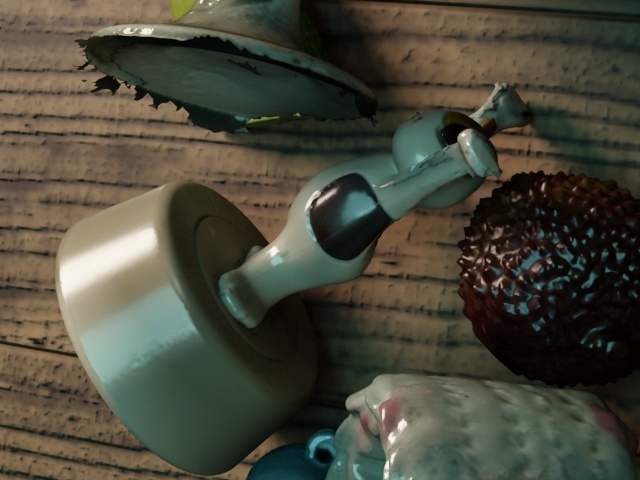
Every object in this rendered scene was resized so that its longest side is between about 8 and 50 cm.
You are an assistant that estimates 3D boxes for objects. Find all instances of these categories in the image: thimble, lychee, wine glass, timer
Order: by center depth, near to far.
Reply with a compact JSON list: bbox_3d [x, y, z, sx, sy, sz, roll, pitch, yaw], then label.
[{"bbox_3d":[0.082,0.177,1.032,0.149,0.185,0.211,8,73,-12],"label":"thimble"},{"bbox_3d":[0.135,0.017,1.071,0.123,0.123,0.129,-39,64,23],"label":"lychee"},{"bbox_3d":[-0.015,-0.243,1.094,0.190,0.190,0.357,10,84,29],"label":"wine glass"},{"bbox_3d":[0.000,0.000,1.122,0.266,0.175,0.175,-32,74,20],"label":"timer"}]

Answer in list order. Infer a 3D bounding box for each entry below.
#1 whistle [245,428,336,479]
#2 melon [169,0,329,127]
[{"bbox_3d":[-0.054,0.229,1.186,0.186,0.093,0.274,28,107,0],"label":"whistle"},{"bbox_3d":[-0.068,-0.167,1.240,0.114,0.053,0.262,-45,64,40],"label":"melon"}]
